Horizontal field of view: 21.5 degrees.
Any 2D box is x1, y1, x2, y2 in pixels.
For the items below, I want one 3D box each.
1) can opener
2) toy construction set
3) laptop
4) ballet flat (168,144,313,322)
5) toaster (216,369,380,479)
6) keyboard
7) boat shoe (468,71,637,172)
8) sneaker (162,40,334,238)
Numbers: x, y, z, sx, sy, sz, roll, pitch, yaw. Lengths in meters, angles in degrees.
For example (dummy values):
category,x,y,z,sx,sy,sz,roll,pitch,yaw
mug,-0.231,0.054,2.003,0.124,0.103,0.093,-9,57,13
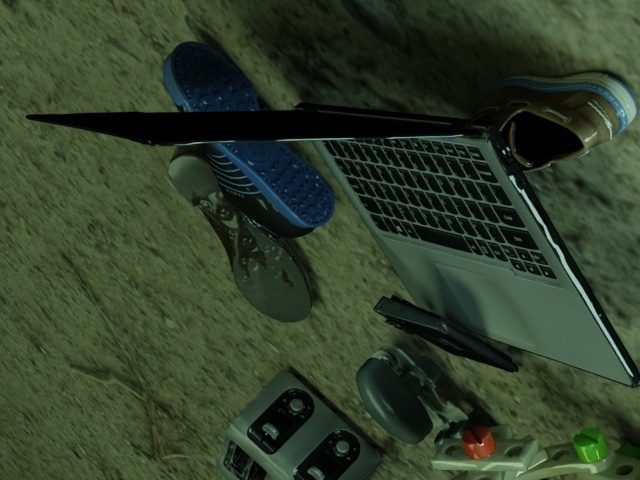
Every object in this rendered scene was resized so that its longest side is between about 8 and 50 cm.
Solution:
category,x,y,z,sx,sy,sz,roll,pitch,yaw
can opener,0.145,0.221,1.782,0.280,0.093,0.074,45,153,-5
toy construction set,0.259,0.281,1.640,0.215,0.151,0.327,11,147,51
laptop,0.000,0.000,1.444,0.408,0.236,0.382,57,165,-19
ballet flat,-0.082,-0.013,1.836,0.084,0.058,0.250,-23,118,25
toaster,-0.031,0.271,2.076,0.168,0.110,0.185,43,153,11
keyboard,0.113,0.086,1.614,0.108,0.023,0.180,15,171,33
boat shoe,0.166,-0.091,1.339,0.066,0.066,0.183,54,153,-13
sneaker,-0.088,-0.092,1.696,0.232,0.081,0.090,51,146,-11
